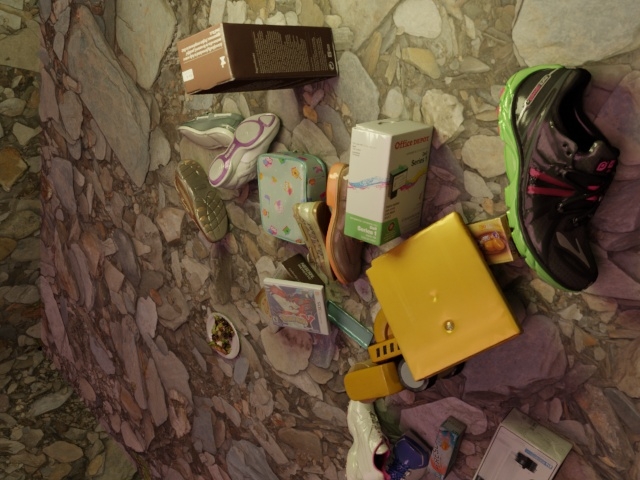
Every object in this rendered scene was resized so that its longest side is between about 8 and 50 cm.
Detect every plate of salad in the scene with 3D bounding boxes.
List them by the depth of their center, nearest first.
[{"bbox_3d":[-0.399,0.385,2.217,0.200,0.048,0.199,17,116,38],"label":"plate of salad"}]

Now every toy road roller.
[{"bbox_3d":[0.212,0.297,1.538,0.330,0.203,0.240,-29,74,39],"label":"toy road roller"}]

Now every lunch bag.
[{"bbox_3d":[-0.091,-0.141,1.699,0.224,0.108,0.279,17,116,39],"label":"lunch bag"}]

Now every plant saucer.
[{"bbox_3d":[0.087,0.262,1.753,0.192,0.018,0.067,35,126,26],"label":"plant saucer"}]

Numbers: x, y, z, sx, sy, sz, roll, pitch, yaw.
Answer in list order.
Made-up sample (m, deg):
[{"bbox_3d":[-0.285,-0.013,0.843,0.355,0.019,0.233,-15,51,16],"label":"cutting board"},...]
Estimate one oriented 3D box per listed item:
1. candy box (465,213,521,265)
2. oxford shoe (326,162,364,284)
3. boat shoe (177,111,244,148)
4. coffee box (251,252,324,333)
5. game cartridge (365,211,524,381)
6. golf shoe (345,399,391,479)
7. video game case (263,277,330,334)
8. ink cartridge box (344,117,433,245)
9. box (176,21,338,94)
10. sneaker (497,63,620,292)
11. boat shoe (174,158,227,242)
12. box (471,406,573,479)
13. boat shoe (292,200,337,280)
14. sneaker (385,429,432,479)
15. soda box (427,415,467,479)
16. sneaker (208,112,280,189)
[{"bbox_3d":[0.383,0.009,1.366,0.187,0.053,0.109,-15,94,43],"label":"candy box"},{"bbox_3d":[0.098,-0.034,1.561,0.133,0.130,0.363,9,118,26],"label":"oxford shoe"},{"bbox_3d":[-0.370,-0.383,1.889,0.319,0.116,0.099,12,71,46],"label":"boat shoe"},{"bbox_3d":[-0.111,0.178,1.842,0.141,0.098,0.246,50,132,13],"label":"coffee box"},{"bbox_3d":[0.285,0.137,1.344,0.285,0.053,0.323,-33,66,25],"label":"game cartridge"},{"bbox_3d":[0.156,0.599,1.694,0.140,0.115,0.306,-21,54,35],"label":"golf shoe"},{"bbox_3d":[-0.073,0.207,1.738,0.201,0.023,0.183,6,124,24],"label":"video game case"},{"bbox_3d":[0.170,-0.153,1.391,0.117,0.201,0.278,21,118,35],"label":"ink cartridge box"},{"bbox_3d":[-0.153,-0.468,1.437,0.191,0.381,0.143,-1,105,42],"label":"box"},{"bbox_3d":[0.497,-0.118,1.126,0.202,0.185,0.482,-5,104,47],"label":"sneaker"},{"bbox_3d":[-0.438,-0.135,2.017,0.116,0.123,0.324,-35,75,51],"label":"boat shoe"},{"bbox_3d":[0.513,0.604,1.451,0.169,0.087,0.289,32,125,30],"label":"box"},{"bbox_3d":[0.000,0.000,1.629,0.089,0.104,0.285,5,131,27],"label":"boat shoe"},{"bbox_3d":[0.219,0.747,1.704,0.127,0.182,0.315,38,128,24],"label":"sneaker"},{"bbox_3d":[0.363,0.600,1.601,0.058,0.063,0.183,26,122,33],"label":"soda box"},{"bbox_3d":[-0.226,-0.282,1.775,0.305,0.152,0.114,-44,58,20],"label":"sneaker"}]
